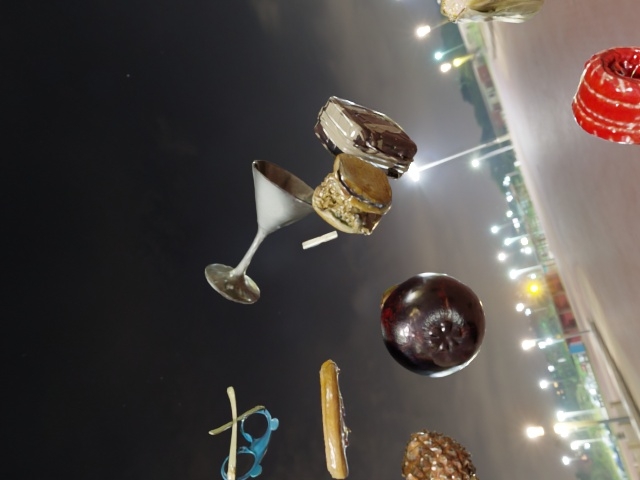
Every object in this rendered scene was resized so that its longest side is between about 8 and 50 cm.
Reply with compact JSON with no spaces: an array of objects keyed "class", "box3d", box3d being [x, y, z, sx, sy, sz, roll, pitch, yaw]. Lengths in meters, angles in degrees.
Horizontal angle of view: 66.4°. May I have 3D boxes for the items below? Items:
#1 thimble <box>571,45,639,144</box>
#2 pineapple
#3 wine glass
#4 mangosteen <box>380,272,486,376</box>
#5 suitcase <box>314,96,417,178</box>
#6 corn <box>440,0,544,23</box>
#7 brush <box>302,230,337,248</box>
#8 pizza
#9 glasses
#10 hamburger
[{"class":"thimble","box3d":[0.583,-0.280,0.938,0.190,0.163,0.125,-95,0,-46]},{"class":"pineapple","box3d":[0.303,0.562,1.211,0.166,0.193,0.166,-37,-46,-51]},{"class":"wine glass","box3d":[-0.187,-0.017,1.554,0.267,0.406,0.267,28,-162,-10]},{"class":"mangosteen","box3d":[0.315,0.232,1.389,0.300,0.300,0.300,48,-148,-44]},{"class":"suitcase","box3d":[0.171,-0.340,1.759,0.351,0.194,0.339,7,-143,-38]},{"class":"corn","box3d":[0.400,-0.557,1.127,0.305,0.122,0.123,-19,-99,-30]},{"class":"brush","box3d":[0.000,0.000,1.090,0.013,0.083,0.016,46,-153,-57]},{"class":"pizza","box3d":[0.034,0.420,1.159,0.271,0.056,0.134,-94,-11,-47]},{"class":"glasses","box3d":[-0.235,0.523,1.364,0.207,0.102,0.239,53,-148,-16]},{"class":"hamburger","box3d":[0.065,-0.078,0.988,0.159,0.131,0.185,24,-144,-22]}]
